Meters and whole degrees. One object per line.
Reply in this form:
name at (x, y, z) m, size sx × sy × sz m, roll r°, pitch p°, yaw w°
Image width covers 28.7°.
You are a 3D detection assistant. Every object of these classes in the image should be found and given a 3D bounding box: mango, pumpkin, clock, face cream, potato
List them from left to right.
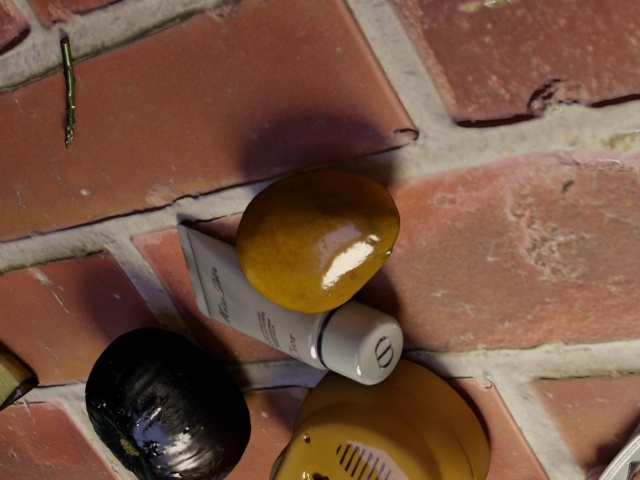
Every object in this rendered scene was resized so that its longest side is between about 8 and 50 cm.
potato at (-0.502, 0.206, 1.958) m, size 0.096 × 0.066 × 0.103 m, roll -35°, pitch 91°, yaw 27°
pumpkin at (-0.200, 0.222, 1.636) m, size 0.233 × 0.163 × 0.233 m, roll 34°, pitch 148°, yaw 25°
face cream at (-0.045, 0.076, 1.446) m, size 0.314 × 0.089 × 0.143 m, roll 22°, pitch 138°, yaw 39°
mango at (0.000, 0.000, 1.304) m, size 0.227 × 0.109 × 0.147 m, roll -15°, pitch 91°, yaw 47°
clock at (0.061, 0.287, 1.473) m, size 0.244 × 0.200 × 0.317 m, roll 29°, pitch 132°, yaw 11°

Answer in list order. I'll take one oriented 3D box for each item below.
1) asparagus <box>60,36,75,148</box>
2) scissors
asparagus at (-0.294, -0.170, 1.465) m, size 0.016 × 0.016 × 0.163 m, roll 8°, pitch 137°, yaw -1°
scissors at (0.306, 0.265, 1.335) m, size 0.118 × 0.031 × 0.242 m, roll 11°, pitch 134°, yaw -7°
